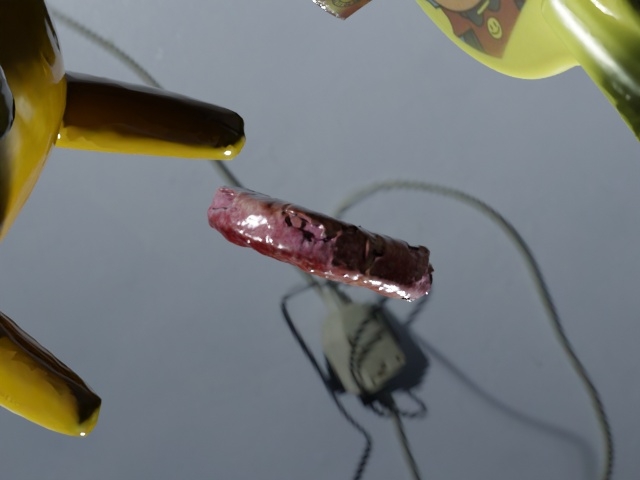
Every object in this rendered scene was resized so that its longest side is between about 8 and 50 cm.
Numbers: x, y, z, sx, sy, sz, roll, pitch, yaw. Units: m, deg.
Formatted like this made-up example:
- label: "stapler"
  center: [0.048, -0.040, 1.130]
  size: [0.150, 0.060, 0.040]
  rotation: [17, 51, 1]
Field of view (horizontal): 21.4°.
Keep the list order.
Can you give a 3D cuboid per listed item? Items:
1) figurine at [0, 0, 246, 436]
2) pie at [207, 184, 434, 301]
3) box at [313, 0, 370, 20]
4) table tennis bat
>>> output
- label: "figurine"
  center: [-0.212, -0.099, 0.590]
  size: [0.268, 0.401, 0.387]
  rotation: [-35, 143, -6]
- label: "pie"
  center: [0.000, 0.000, 1.532]
  size: [0.204, 0.219, 0.054]
  rotation: [17, 93, -41]
- label: "box"
  center: [0.069, -0.326, 1.479]
  size: [0.240, 0.159, 0.071]
  rotation: [-34, 152, 20]
- label: "table tennis bat"
  center: [0.125, -0.153, 0.941]
  size: [0.054, 0.368, 0.224]
  rotation: [-26, 156, -26]
